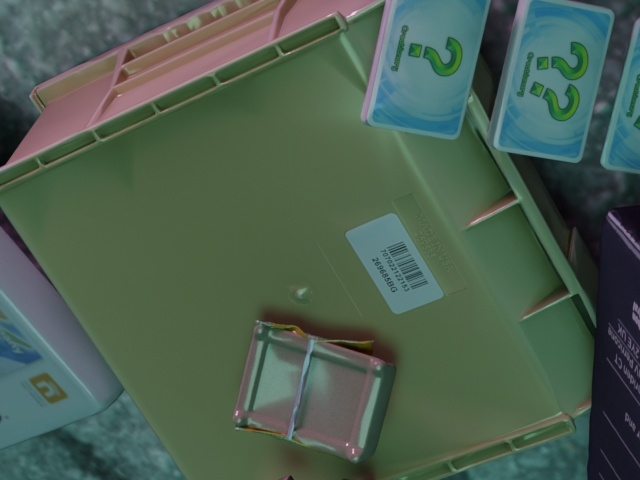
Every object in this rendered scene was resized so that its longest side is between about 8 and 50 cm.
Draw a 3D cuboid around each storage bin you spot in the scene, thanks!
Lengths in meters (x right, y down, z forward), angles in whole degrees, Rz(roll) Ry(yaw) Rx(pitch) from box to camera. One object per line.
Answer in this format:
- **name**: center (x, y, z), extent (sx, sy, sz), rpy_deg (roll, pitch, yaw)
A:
- **storage bin**: center (0.000, 0.000, 0.962), extent (0.260, 0.123, 0.262), rpy_deg (-22, 111, 22)

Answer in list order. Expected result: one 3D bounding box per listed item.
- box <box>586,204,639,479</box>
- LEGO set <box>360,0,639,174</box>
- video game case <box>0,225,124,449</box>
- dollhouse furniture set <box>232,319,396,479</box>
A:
- **box**: center (0.302, 0.180, 0.886), extent (0.293, 0.212, 0.395), rpy_deg (-8, 119, -11)
- **LEGO set**: center (0.134, -0.153, 0.824), extent (0.182, 0.060, 0.244), rpy_deg (9, 100, -22)
- **video game case**: center (-0.307, 0.006, 1.033), extent (0.300, 0.036, 0.329), rpy_deg (-23, 112, 43)
- **dollhouse furniture set**: center (-0.007, 0.114, 0.942), extent (0.076, 0.058, 0.152), rpy_deg (16, 102, 12)
